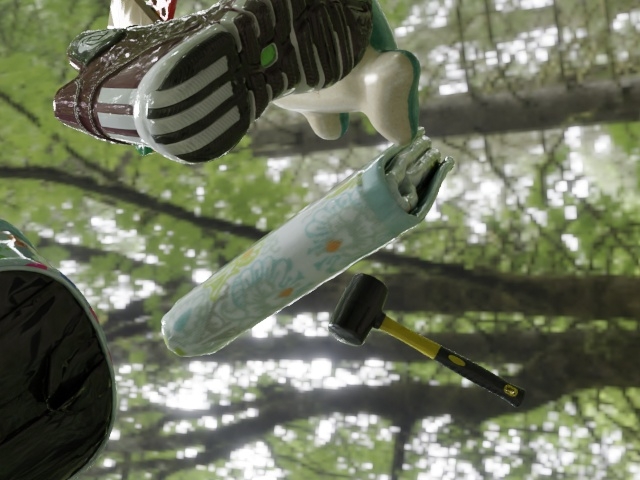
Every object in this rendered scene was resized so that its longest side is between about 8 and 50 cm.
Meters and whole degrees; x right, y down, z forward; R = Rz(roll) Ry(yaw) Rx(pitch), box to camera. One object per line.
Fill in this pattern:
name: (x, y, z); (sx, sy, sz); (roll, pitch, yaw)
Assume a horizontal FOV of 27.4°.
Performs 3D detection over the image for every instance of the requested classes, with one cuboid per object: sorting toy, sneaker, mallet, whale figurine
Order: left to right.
sorting toy: (-0.212, -0.246, 1.631); (0.046, 0.132, 0.274); (-18, -38, -32)
sneaker: (-0.087, -0.146, 0.948); (0.281, 0.162, 0.106); (-39, -53, -50)
whale figurine: (0.030, -0.207, 1.393); (0.141, 0.272, 0.216); (-25, -48, -29)
mallet: (0.094, 0.105, 1.183); (0.189, 0.039, 0.062); (35, -112, 3)

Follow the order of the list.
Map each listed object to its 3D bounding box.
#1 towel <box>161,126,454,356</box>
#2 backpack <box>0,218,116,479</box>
towel: (0.000, 0.000, 1.588); (0.090, 0.320, 0.374); (54, -161, -2)
backpack: (-0.276, 0.104, 0.898); (0.253, 0.191, 0.225); (-28, -54, -19)
